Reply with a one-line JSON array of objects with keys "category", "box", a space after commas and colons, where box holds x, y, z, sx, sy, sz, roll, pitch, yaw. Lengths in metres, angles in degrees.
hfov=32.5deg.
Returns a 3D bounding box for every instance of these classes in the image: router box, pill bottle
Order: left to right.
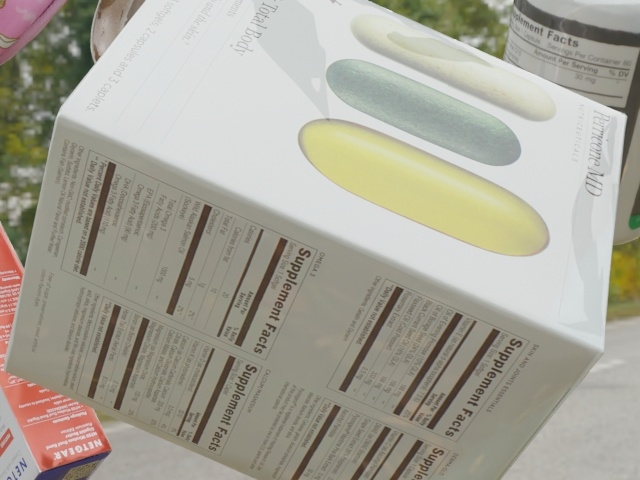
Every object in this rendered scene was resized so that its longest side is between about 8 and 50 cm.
[{"category": "router box", "box": [-0.380, 0.183, 1.163, 0.082, 0.301, 0.335, -10, -29, -44]}, {"category": "pill bottle", "box": [0.298, -0.193, 1.175, 0.204, 0.361, 0.204, 5, 29, -3]}]

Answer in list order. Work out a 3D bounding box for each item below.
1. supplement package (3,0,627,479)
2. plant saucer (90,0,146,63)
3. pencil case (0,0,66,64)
[{"category": "supplement package", "box": [0.000, 0.000, 0.610, 0.263, 0.198, 0.199, 24, 43, -1]}, {"category": "plant saucer", "box": [-0.222, -0.364, 1.654, 0.311, 0.310, 0.050, -4, -24, 39]}, {"category": "pencil case", "box": [-0.324, -0.280, 0.701, 0.386, 0.167, 0.160, 37, -22, -26]}]
